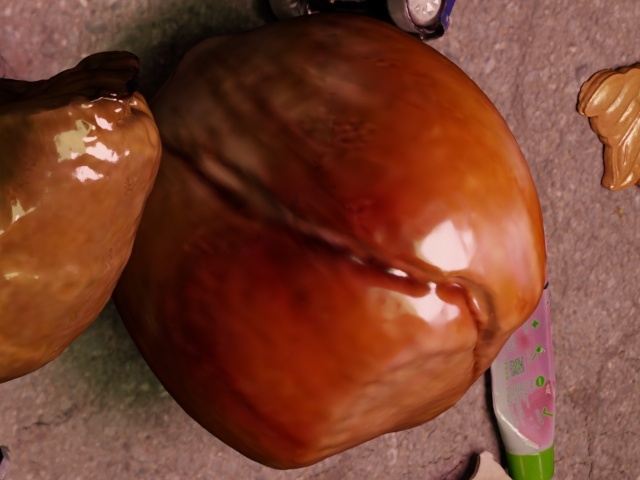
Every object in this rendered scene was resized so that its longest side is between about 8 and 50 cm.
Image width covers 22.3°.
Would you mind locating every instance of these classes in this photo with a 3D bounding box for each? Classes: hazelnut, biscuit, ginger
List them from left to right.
[{"bbox_3d":[-0.230,-0.005,1.162,0.200,0.269,0.223,-38,123,-54],"label":"ginger"},{"bbox_3d":[0.000,0.000,1.309,0.372,0.315,0.372,-1,99,-5],"label":"hazelnut"},{"bbox_3d":[0.361,-0.121,1.701,0.250,0.035,0.162,12,103,-40],"label":"biscuit"}]

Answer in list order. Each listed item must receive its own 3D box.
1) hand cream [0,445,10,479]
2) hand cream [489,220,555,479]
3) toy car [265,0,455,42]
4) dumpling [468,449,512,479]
[{"bbox_3d":[-0.351,0.110,1.254,0.095,0.059,0.276,-50,123,-9],"label":"hand cream"},{"bbox_3d":[0.206,0.119,1.670,0.079,0.050,0.275,-33,121,-53],"label":"hand cream"},{"bbox_3d":[0.026,-0.271,1.322,0.158,0.172,0.235,-59,135,-22],"label":"toy car"},{"bbox_3d":[0.173,0.321,1.675,0.136,0.118,0.199,-19,96,-32],"label":"dumpling"}]
